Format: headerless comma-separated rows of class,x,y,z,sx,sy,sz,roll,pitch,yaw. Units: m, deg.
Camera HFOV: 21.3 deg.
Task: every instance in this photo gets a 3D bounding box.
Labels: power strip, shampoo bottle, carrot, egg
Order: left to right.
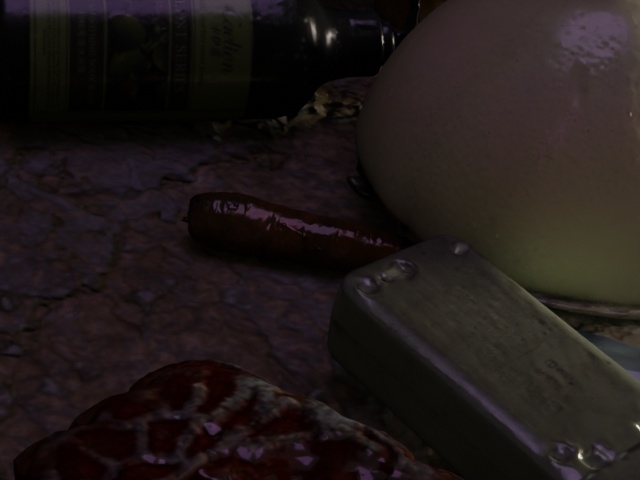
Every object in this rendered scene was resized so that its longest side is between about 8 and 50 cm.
shampoo bottle,-0.076,-0.128,1.112,0.284,0.101,0.101,-1,34,-14
carrot,0.000,0.001,0.991,0.165,0.035,0.035,12,33,3
power strip,0.125,0.101,0.829,0.093,0.053,0.288,-19,47,-36
egg,0.163,-0.089,1.027,0.264,0.174,0.286,18,27,8

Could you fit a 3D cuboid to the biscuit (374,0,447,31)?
biscuit,0.069,-0.223,1.239,0.035,0.158,0.240,3,39,-13

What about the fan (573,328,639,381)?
fan,0.183,0.079,0.918,0.282,0.023,0.057,14,32,13

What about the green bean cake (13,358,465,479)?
green bean cake,-0.027,0.148,0.695,0.233,0.097,0.198,29,39,30
